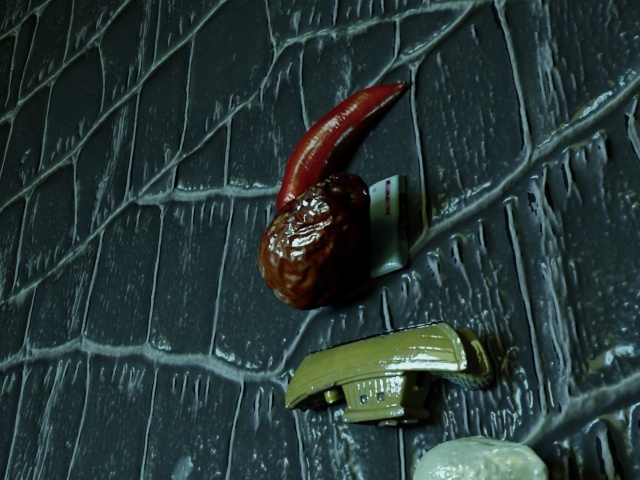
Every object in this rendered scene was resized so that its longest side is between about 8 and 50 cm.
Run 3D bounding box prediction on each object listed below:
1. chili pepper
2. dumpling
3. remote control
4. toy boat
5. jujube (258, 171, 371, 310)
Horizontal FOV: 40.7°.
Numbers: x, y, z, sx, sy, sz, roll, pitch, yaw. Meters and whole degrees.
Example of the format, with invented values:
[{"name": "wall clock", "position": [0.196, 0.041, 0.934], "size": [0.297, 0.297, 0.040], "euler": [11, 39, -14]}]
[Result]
[{"name": "chili pepper", "position": [0.008, -0.119, 1.429], "size": [0.137, 0.092, 0.369], "euler": [22, 86, 33]}, {"name": "dumpling", "position": [0.182, 0.310, 0.989], "size": [0.215, 0.126, 0.167], "euler": [-24, 68, 29]}, {"name": "remote control", "position": [0.102, -0.025, 1.323], "size": [0.065, 0.029, 0.166], "euler": [-23, 53, 35]}, {"name": "toy boat", "position": [0.081, 0.196, 1.173], "size": [0.321, 0.089, 0.122], "euler": [-19, 67, 36]}, {"name": "jujube", "position": [0.000, 0.000, 1.273], "size": [0.236, 0.168, 0.168], "euler": [119, 150, -47]}]
